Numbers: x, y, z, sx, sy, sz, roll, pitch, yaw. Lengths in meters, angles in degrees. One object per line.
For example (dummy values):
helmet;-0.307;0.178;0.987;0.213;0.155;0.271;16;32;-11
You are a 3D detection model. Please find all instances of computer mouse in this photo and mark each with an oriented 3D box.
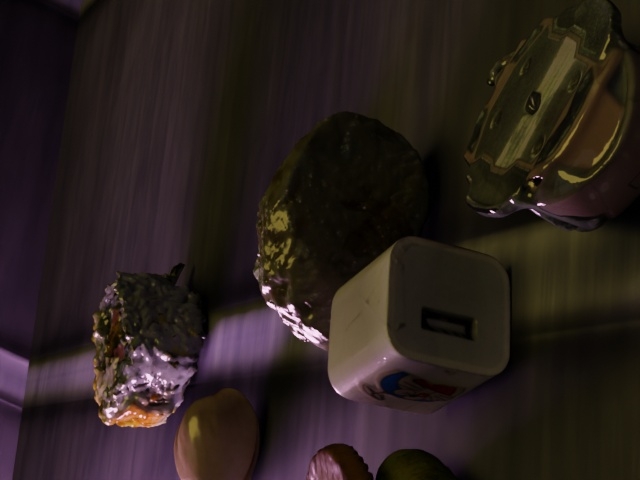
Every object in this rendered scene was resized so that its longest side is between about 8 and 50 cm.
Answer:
computer mouse;0.210;-0.095;1.346;0.199;0.115;0.389;-56;11;7

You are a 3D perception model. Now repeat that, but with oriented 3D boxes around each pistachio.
pistachio;-0.130;0.264;2.044;0.113;0.113;0.149;167;99;-68

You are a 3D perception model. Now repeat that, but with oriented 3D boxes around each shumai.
shumai;0.001;0.000;1.720;0.218;0.189;0.255;-32;37;63

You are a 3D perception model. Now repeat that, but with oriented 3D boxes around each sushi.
sushi;-0.264;0.149;2.401;0.184;0.139;0.274;-56;35;40

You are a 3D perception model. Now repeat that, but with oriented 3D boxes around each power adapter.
power adapter;0.078;0.096;1.542;0.205;0.130;0.125;136;142;-57

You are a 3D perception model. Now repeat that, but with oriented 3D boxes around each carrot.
carrot;0.132;0.266;1.378;0.358;0.074;0.074;-142;67;-67

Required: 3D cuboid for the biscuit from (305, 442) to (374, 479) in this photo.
biscuit;0.029;0.352;1.540;0.318;0.040;0.317;177;90;-77
